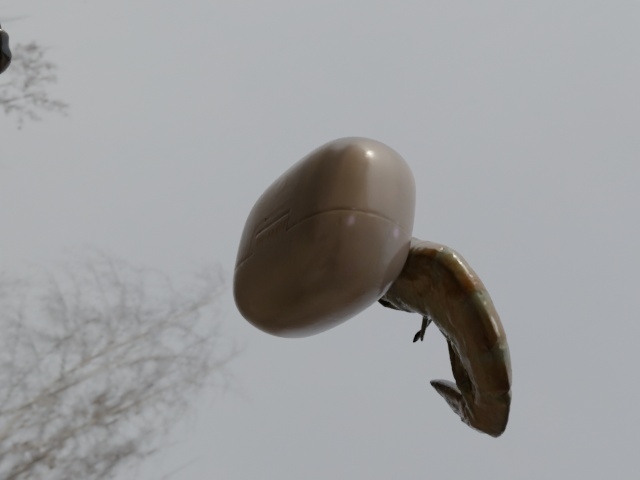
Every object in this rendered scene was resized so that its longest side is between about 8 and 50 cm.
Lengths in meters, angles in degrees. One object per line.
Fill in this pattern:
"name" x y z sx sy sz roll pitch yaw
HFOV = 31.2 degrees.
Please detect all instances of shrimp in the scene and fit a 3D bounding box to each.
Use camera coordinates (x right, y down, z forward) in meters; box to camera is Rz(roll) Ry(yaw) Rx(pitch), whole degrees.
"shrimp" 0.079 0.066 0.961 0.296 0.058 0.169 29 -45 65

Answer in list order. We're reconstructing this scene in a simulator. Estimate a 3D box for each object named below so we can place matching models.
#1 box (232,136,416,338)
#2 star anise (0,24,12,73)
"box" 0.000 0.000 0.911 0.200 0.088 0.146 -35 -139 54
"star anise" -0.355 -0.125 0.961 0.257 0.198 0.110 9 -54 47
